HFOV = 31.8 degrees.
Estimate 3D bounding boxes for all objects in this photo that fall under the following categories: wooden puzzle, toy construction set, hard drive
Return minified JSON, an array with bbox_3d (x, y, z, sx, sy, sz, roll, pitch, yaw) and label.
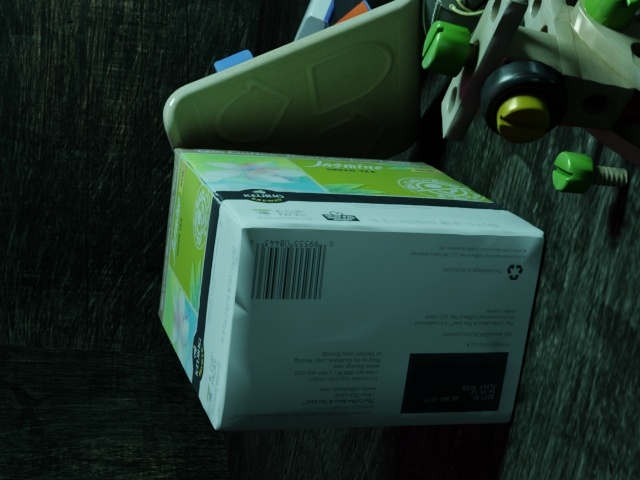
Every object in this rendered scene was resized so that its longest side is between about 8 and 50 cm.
[{"bbox_3d":[-0.028,-0.166,1.438,0.080,0.347,0.322,58,170,26],"label":"wooden puzzle"},{"bbox_3d":[0.174,-0.141,0.853,0.309,0.237,0.258,129,144,-70],"label":"toy construction set"},{"bbox_3d":[0.029,-0.457,1.887,0.210,0.040,0.319,130,162,-70],"label":"hard drive"}]

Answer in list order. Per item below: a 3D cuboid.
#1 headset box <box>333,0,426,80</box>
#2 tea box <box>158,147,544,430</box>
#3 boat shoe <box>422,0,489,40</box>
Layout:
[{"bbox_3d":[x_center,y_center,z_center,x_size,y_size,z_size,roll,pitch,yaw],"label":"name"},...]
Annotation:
[{"bbox_3d":[0.103,-0.390,1.535,0.246,0.131,0.283,114,157,-59],"label":"headset box"},{"bbox_3d":[0.015,0.043,1.240,0.323,0.328,0.220,-139,54,-64],"label":"tea box"},{"bbox_3d":[0.173,-0.301,1.289,0.069,0.081,0.228,-92,16,-46],"label":"boat shoe"}]
